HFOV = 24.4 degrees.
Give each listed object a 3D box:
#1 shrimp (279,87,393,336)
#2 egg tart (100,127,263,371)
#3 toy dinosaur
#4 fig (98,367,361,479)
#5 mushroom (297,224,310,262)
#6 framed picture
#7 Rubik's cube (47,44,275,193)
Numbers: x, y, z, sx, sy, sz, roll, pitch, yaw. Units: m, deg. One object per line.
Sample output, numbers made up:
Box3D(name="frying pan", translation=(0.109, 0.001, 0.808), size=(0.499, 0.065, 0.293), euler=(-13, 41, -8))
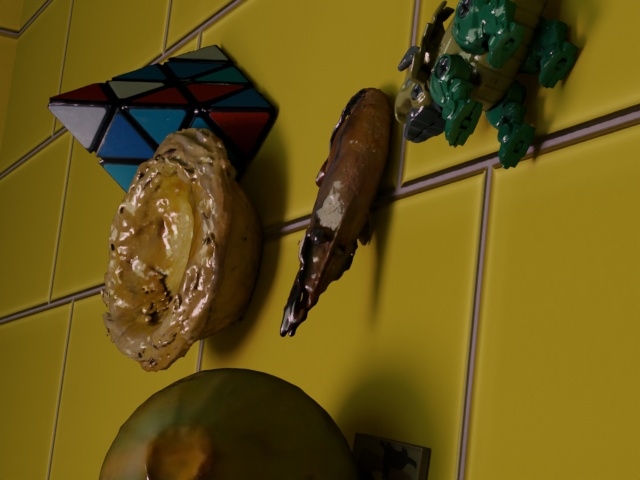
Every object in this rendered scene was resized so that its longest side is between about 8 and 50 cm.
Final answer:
Box3D(name="shrimp", translation=(0.019, -0.021, 1.412), size=(0.117, 0.066, 0.262), euler=(135, 157, -76))
Box3D(name="egg tart", translation=(-0.153, 0.011, 1.701), size=(0.288, 0.118, 0.288), euler=(-24, 61, 56))
Box3D(name="toy dinosaur", translation=(0.143, -0.169, 1.163), size=(0.259, 0.094, 0.153), euler=(-57, 34, 25))
Box3D(name="fig", translation=(-0.084, 0.226, 1.265), size=(0.271, 0.239, 0.239), euler=(45, -134, -67))
Box3D(name="mushroom", translation=(0.000, 0.001, 1.496), size=(0.101, 0.019, 0.049), euler=(147, 131, -63))
Box3D(name="framed picture", translation=(0.046, 0.272, 1.280), size=(0.136, 0.010, 0.201), euler=(-3, 77, 66))
Box3D(name="Rubik's cube", translation=(-0.203, -0.144, 1.763), size=(0.250, 0.234, 0.284), euler=(171, 109, -65))
